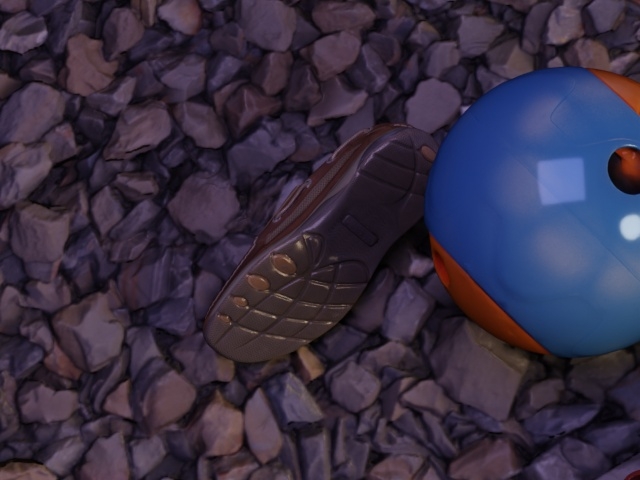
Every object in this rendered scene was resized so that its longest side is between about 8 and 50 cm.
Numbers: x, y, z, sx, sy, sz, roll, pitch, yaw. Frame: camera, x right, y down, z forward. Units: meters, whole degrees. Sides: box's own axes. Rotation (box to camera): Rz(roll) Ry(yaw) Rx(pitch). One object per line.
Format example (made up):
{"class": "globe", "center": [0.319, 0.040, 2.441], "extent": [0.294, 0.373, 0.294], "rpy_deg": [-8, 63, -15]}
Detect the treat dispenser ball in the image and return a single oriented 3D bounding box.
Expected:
{"class": "treat dispenser ball", "center": [0.245, -0.027, 1.944], "extent": [0.288, 0.288, 0.288], "rpy_deg": [-7, 62, 13]}

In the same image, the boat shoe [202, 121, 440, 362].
{"class": "boat shoe", "center": [0.000, 0.000, 2.120], "extent": [0.324, 0.123, 0.116], "rpy_deg": [-43, 26, 2]}

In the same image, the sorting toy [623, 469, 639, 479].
{"class": "sorting toy", "center": [0.296, 0.267, 1.926], "extent": [0.102, 0.042, 0.061], "rpy_deg": [-29, 43, 15]}
